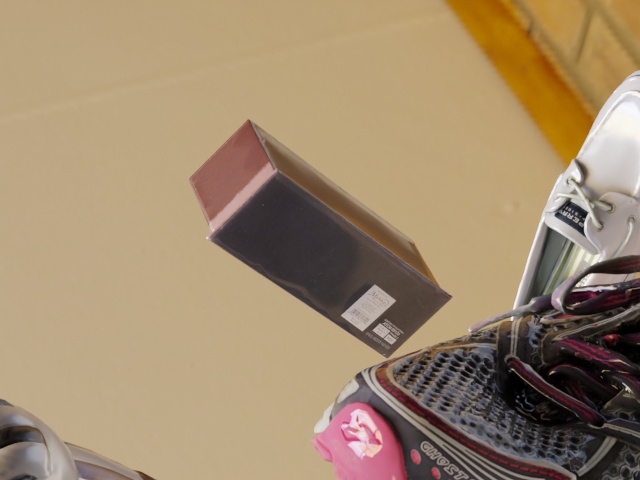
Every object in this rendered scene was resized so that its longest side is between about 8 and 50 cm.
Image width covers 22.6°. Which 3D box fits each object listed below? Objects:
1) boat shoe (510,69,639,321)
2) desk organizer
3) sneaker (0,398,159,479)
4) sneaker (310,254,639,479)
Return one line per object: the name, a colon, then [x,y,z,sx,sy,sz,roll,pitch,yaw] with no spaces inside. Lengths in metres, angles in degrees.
boat shoe: [0.198,-0.012,1.139,0.075,0.226,0.083,-7,-152,-43]
desk organizer: [0.000,0.000,0.775,0.130,0.047,0.050,35,-163,-37]
sneaker: [-0.107,0.184,0.462,0.162,0.281,0.106,24,-167,-47]
sneaker: [0.125,0.043,0.580,0.299,0.112,0.121,-9,-144,-38]
